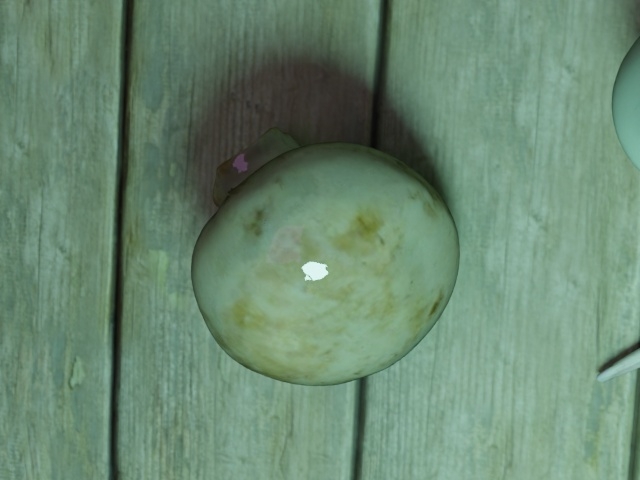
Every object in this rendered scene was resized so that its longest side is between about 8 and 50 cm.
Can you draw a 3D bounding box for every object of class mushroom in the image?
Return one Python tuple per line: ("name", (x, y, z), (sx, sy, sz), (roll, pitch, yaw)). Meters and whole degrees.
("mushroom", (0.000, 0.000, 2.107), (0.297, 0.297, 0.290), (-48, 39, 24))

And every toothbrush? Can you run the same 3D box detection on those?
("toothbrush", (0.419, 0.078, 2.022), (0.307, 0.025, 0.030), (-31, 76, 27))

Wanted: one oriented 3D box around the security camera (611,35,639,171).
("security camera", (0.385, -0.131, 1.889), (0.194, 0.236, 0.195), (5, 101, 28))
